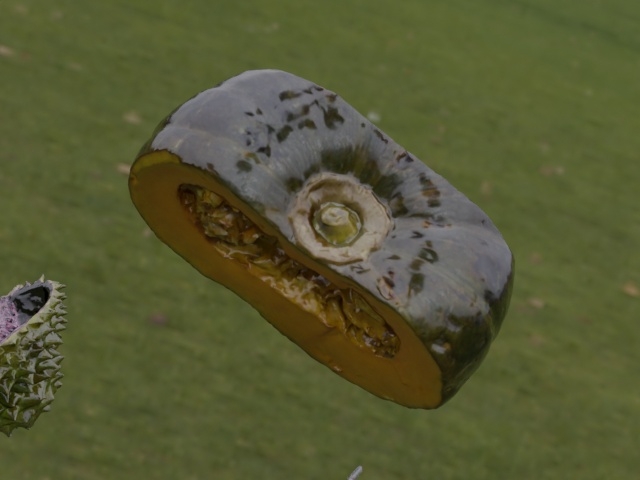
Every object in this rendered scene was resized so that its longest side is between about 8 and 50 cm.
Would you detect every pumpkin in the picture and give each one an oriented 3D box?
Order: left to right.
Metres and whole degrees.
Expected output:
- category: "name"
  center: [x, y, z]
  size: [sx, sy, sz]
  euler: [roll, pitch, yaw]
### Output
- category: "pumpkin"
  center: [0.000, 0.000, 1.428]
  size: [0.317, 0.139, 0.222]
  euler: [34, -22, -3]

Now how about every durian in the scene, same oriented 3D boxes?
- category: "durian"
  center: [-0.287, 0.126, 1.730]
  size: [0.119, 0.108, 0.187]
  euler: [-10, 30, 44]

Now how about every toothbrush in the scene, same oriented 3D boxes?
- category: "toothbrush"
  center: [0.024, 0.188, 1.400]
  size: [0.006, 0.008, 0.097]
  euler: [51, 10, 4]
